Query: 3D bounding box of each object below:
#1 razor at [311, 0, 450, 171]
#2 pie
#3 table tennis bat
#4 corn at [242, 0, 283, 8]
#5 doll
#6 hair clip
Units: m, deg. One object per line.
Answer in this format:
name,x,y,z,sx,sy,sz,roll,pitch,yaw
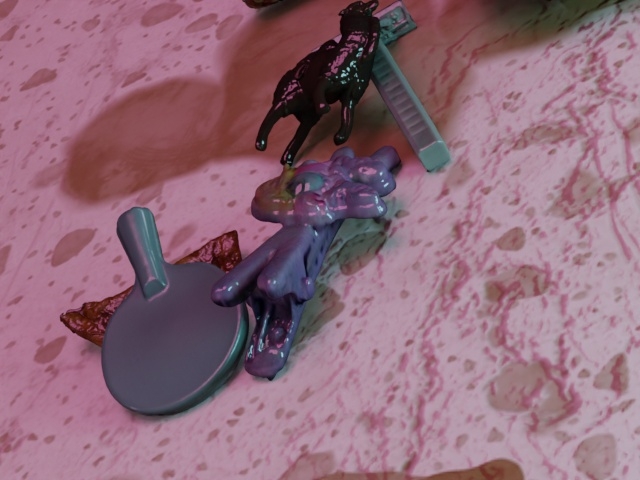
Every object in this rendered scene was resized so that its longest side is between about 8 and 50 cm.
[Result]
razor,0.069,-0.155,1.790,0.111,0.056,0.278,-30,33,3
pie,-0.153,0.063,1.723,0.191,0.033,0.088,-25,44,5
table tennis bat,-0.146,0.060,1.679,0.149,0.038,0.237,-33,49,9
corn,0.013,-0.342,2.052,0.253,0.086,0.086,-24,34,9
doll,0.009,-0.163,1.790,0.139,0.057,0.165,-19,45,55
hair clip,-0.007,-0.008,1.637,0.137,0.090,0.278,-2,45,33
